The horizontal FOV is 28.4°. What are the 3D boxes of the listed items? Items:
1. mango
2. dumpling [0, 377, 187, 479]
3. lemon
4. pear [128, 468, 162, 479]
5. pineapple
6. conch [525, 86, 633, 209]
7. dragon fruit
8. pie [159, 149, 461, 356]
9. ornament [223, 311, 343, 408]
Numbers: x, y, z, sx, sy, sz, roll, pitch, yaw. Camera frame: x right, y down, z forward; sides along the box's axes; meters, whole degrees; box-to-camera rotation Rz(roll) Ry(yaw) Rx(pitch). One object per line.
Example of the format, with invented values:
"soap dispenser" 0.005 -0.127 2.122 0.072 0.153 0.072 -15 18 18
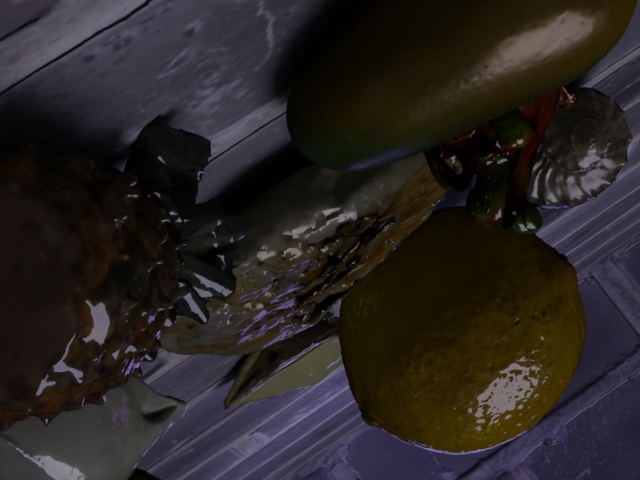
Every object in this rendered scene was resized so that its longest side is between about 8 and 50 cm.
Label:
"mango" 0.080 -0.125 0.793 0.251 0.114 0.156 -24 -175 19
"dumpling" -0.230 0.143 0.945 0.179 0.131 0.252 -15 169 33
"lemon" 0.156 0.097 1.406 0.293 0.293 0.293 -33 167 -9
"pear" -0.265 0.409 1.456 0.321 0.269 0.269 -46 168 -6
"pineapple" -0.121 0.011 0.736 0.170 0.141 0.310 -63 169 8
"conch" 0.244 -0.098 1.363 0.155 0.130 0.207 2 -178 -11
"dragon fruit" 0.128 -0.089 0.954 0.142 0.175 0.138 -11 180 -6
"pie" 0.000 0.000 1.084 0.339 0.077 0.339 -33 166 -9
"ornament" -0.049 0.154 1.562 0.180 0.059 0.201 -35 164 4
